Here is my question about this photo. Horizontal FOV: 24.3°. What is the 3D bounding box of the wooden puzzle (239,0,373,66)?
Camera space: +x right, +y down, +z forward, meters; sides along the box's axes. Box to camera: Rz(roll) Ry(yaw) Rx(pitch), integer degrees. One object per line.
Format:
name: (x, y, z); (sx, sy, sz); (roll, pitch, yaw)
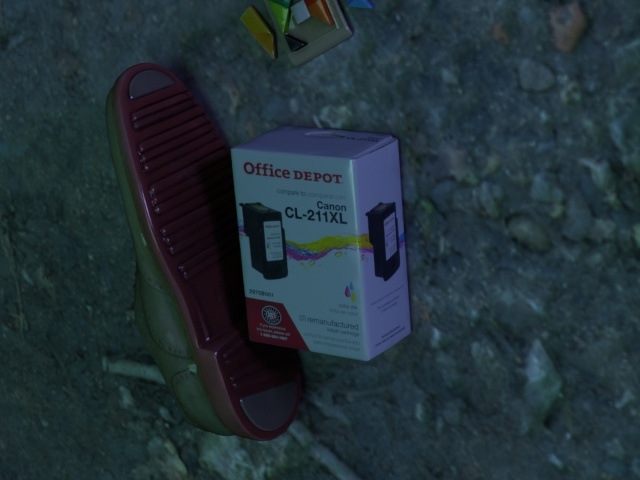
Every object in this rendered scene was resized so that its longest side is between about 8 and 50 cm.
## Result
wooden puzzle: (-0.015, -0.187, 1.224); (0.116, 0.014, 0.079); (-34, 86, 38)

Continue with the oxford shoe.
oxford shoe: (-0.135, 0.019, 1.319); (0.130, 0.123, 0.348); (-9, 100, 43)

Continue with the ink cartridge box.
ink cartridge box: (0.000, 0.000, 1.245); (0.127, 0.072, 0.175); (7, 111, 34)
